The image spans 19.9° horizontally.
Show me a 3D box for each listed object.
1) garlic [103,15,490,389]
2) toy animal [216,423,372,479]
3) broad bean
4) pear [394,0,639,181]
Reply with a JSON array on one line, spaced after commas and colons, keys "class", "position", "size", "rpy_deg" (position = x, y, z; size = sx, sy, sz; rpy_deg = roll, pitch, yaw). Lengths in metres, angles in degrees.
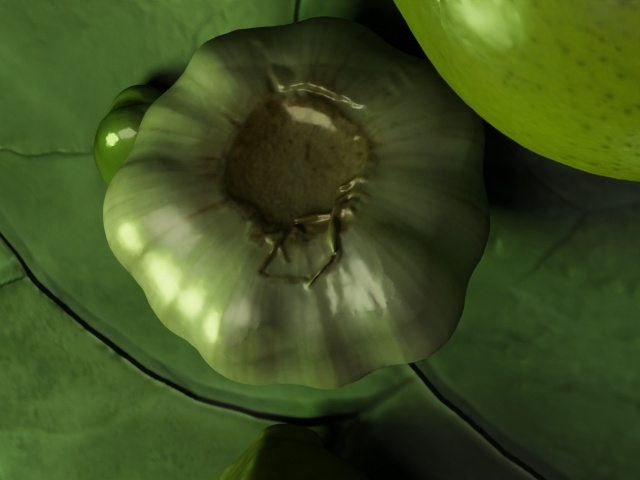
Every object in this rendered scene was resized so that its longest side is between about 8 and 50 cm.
[{"class": "garlic", "position": [0.000, 0.000, 0.974], "size": [0.199, 0.199, 0.226], "rpy_deg": [33, 166, 15]}, {"class": "toy animal", "position": [0.041, 0.287, 1.081], "size": [0.363, 0.180, 0.181], "rpy_deg": [49, 151, 4]}, {"class": "broad bean", "position": [-0.105, -0.051, 1.070], "size": [0.063, 0.045, 0.083], "rpy_deg": [8, 131, 19]}, {"class": "pear", "position": [0.145, -0.161, 0.651], "size": [0.294, 0.294, 0.294], "rpy_deg": [19, 128, 26]}]
